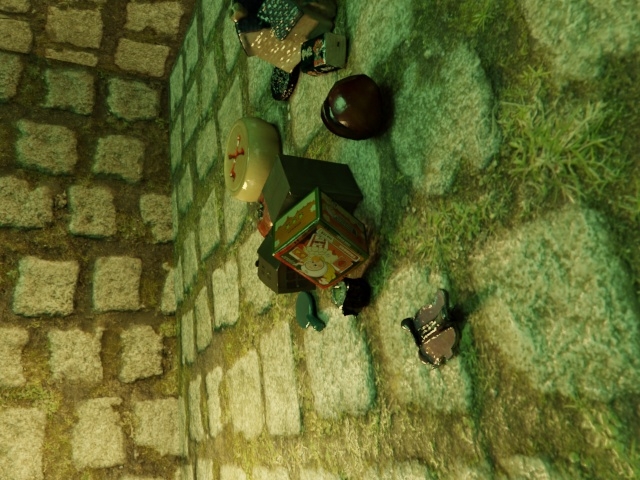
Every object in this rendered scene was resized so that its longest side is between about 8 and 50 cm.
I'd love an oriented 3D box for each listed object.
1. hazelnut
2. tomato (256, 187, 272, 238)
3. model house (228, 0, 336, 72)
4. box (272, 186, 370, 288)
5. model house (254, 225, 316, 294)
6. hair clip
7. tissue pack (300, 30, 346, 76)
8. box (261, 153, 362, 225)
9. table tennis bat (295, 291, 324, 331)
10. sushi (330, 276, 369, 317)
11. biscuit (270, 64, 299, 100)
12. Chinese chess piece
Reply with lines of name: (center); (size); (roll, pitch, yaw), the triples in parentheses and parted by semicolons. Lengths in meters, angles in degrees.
hazelnut: (0.089, -0.350, 1.433); (0.204, 0.178, 0.178); (144, 124, -61)
tomato: (-0.179, -0.107, 1.960); (0.237, 0.095, 0.236); (-12, 77, 62)
model house: (-0.145, -0.749, 1.745); (0.298, 0.284, 0.243); (-38, 57, 42)
box: (0.000, 0.000, 1.422); (0.177, 0.195, 0.148); (-36, 34, 27)
model house: (-0.080, 0.013, 1.629); (0.211, 0.204, 0.243); (-150, 56, -62)
hair clip: (0.253, 0.197, 1.172); (0.187, 0.056, 0.146); (116, 145, -50)
tissue pack: (0.006, -0.584, 1.673); (0.170, 0.090, 0.103); (12, 100, 62)
box: (-0.026, -0.134, 1.531); (0.149, 0.231, 0.155); (-61, 38, 39)
table tennis bat: (-0.040, 0.242, 1.726); (0.201, 0.033, 0.124); (-143, 59, -60)
sushi: (0.083, 0.148, 1.448); (0.098, 0.084, 0.094); (47, 121, 51)
biscuit: (-0.137, -0.614, 1.985); (0.194, 0.053, 0.194); (-14, 74, 60)
Chinese chess piece: (-0.277, -0.322, 2.123); (0.338, 0.140, 0.338); (-15, 73, 61)
